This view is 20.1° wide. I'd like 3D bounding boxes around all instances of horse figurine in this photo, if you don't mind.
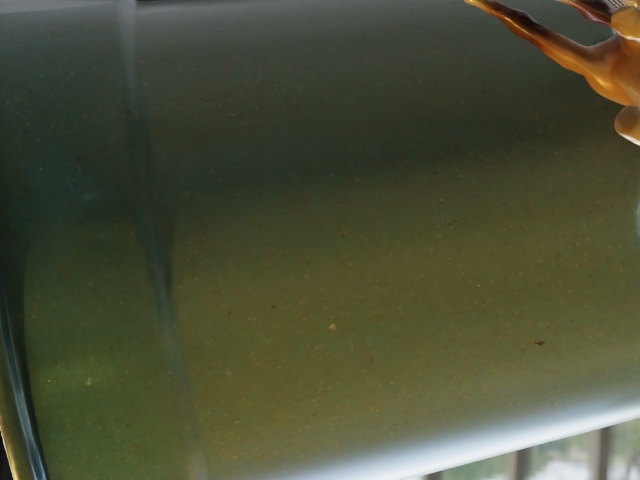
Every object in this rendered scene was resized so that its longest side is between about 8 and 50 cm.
[{"bbox_3d":[0.163,-0.067,0.783,0.174,0.066,0.263,20,-166,-32],"label":"horse figurine"}]

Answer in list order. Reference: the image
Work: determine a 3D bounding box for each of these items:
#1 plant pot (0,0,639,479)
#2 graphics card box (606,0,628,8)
[{"bbox_3d":[0.000,0.000,0.998,0.334,0.341,0.341,-10,159,0],"label":"plant pot"},{"bbox_3d":[0.264,-0.233,1.916,0.094,0.233,0.371,-30,155,-31],"label":"graphics card box"}]
